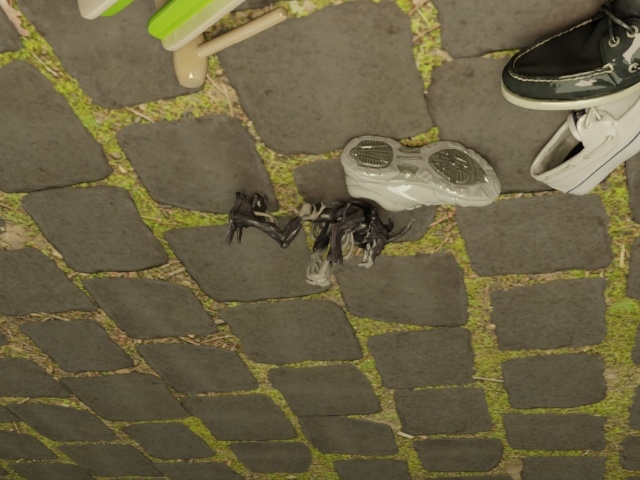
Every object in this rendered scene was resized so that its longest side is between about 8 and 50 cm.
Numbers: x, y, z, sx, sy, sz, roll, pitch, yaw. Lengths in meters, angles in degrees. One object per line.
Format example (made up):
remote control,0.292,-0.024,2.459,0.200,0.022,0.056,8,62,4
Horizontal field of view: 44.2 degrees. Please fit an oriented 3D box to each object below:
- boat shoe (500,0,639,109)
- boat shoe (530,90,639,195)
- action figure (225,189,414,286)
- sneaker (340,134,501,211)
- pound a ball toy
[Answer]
boat shoe,0.365,-0.240,0.872,0.340,0.127,0.113,-8,139,17
boat shoe,0.362,-0.146,1.019,0.084,0.095,0.258,11,142,-12
action figure,0.000,0.000,1.222,0.276,0.140,0.164,8,177,3
sneaker,0.144,-0.086,1.155,0.232,0.090,0.115,13,150,7
pound a ball toy,-0.122,-0.318,0.874,0.319,0.135,0.208,-25,158,35
